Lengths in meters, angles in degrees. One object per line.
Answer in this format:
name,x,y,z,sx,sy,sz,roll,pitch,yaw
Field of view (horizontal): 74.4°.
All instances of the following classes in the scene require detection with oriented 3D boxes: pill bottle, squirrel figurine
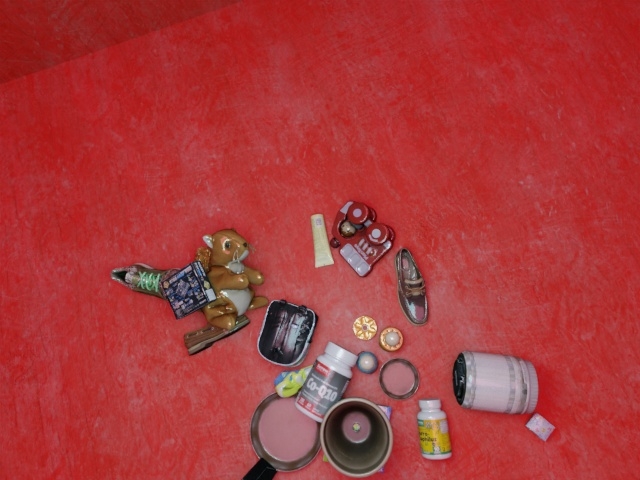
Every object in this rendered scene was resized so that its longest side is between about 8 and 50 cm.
pill bottle,0.446,0.739,1.667,0.117,0.117,0.209,-5,75,4
pill bottle,0.028,0.560,1.684,0.161,0.161,0.283,26,80,12
squirrel figurine,-0.438,0.131,1.807,0.396,0.281,0.371,6,108,34

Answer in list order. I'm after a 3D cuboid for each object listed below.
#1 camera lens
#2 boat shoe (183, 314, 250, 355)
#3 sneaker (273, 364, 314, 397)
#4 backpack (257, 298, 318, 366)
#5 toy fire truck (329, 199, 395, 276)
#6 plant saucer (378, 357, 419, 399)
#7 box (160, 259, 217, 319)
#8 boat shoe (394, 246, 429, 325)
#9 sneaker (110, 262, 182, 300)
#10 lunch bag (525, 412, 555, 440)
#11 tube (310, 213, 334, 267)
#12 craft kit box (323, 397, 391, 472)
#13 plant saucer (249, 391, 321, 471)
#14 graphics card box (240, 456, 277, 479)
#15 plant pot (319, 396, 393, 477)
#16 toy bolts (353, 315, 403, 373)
camera lens,0.667,0.552,1.642,0.274,0.219,0.220,5,75,7
boat shoe,-0.463,0.392,1.856,0.307,0.111,0.105,-27,75,-2
sneaker,-0.091,0.569,1.783,0.240,0.126,0.091,-13,106,-29
backpack,-0.141,0.400,1.780,0.225,0.191,0.254,14,69,12
toy fire truck,0.173,-0.018,1.893,0.254,0.169,0.302,-46,74,12
plant saucer,0.326,0.577,1.763,0.168,0.029,0.169,0,78,1
box,-0.535,0.203,1.702,0.220,0.051,0.175,-30,83,30
boat shoe,0.393,0.194,1.819,0.123,0.123,0.342,-8,74,3
sneaker,-0.764,0.184,1.859,0.409,0.182,0.158,3,85,27
lunch bag,0.862,0.731,1.662,0.083,0.053,0.071,39,84,4
tube,0.000,0.000,1.950,0.062,0.070,0.241,-3,75,-26
craft kit box,0.150,0.785,1.718,0.246,0.061,0.250,9,76,5
plant saucer,-0.137,0.781,1.749,0.310,0.050,0.311,-2,75,6
graphics card box,-0.327,1.027,1.582,0.094,0.233,0.371,34,88,14
plant pot,0.138,0.721,1.590,0.262,0.229,0.263,-2,74,6
toy bolts,0.211,0.433,1.753,0.218,0.158,0.229,31,80,13
